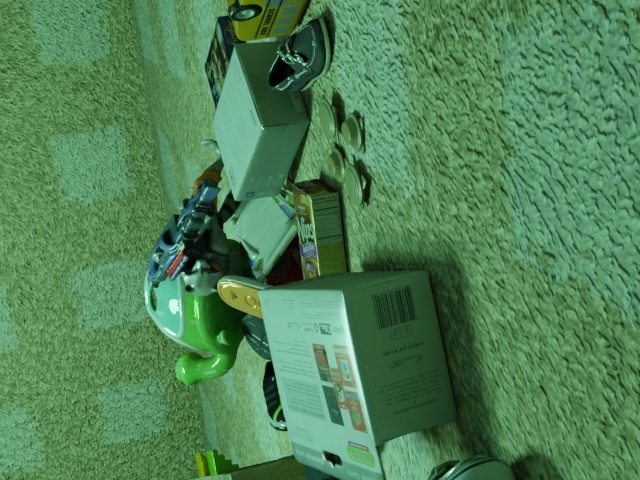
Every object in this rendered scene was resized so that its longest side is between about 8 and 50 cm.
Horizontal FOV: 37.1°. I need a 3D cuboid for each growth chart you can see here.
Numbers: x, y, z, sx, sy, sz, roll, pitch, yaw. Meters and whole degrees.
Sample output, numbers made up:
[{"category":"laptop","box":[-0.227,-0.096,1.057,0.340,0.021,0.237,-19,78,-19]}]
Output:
[{"category":"growth chart","box":[-0.100,-0.045,1.791,0.172,0.021,0.237,-52,35,15]}]

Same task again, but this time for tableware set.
[{"category":"tableware set","box":[0.034,-0.134,1.424,0.168,0.020,0.141,-131,31,-57]}]

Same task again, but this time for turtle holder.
[{"category":"turtle holder","box":[-0.262,0.145,2.157,0.243,0.228,0.320,-63,-31,-46]}]

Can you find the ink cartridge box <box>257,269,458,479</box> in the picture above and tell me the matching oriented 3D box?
[{"category":"ink cartridge box","box":[0.047,0.186,1.338,0.309,0.130,0.271,-5,97,66]}]

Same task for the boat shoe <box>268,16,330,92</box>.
[{"category":"boat shoe","box":[-0.035,-0.279,1.473,0.206,0.065,0.075,138,119,-72]}]

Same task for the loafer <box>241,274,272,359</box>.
[{"category":"loafer","box":[-0.100,0.152,2.012,0.109,0.095,0.302,37,152,20]}]

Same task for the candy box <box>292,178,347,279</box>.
[{"category":"candy box","box":[0.000,0.000,1.581,0.109,0.053,0.186,-141,43,-67]}]

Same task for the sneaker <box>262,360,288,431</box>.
[{"category":"sneaker","box":[-0.085,0.326,2.046,0.235,0.084,0.097,-139,41,-65]}]

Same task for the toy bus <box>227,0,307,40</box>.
[{"category":"toy bus","box":[-0.072,-0.410,1.386,0.332,0.130,0.108,132,125,-71]}]

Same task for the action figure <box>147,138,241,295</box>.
[{"category":"action figure","box":[-0.220,-0.039,1.945,0.341,0.179,0.330,-44,35,49]}]

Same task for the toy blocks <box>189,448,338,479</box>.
[{"category":"toy blocks","box":[-0.086,0.486,1.895,0.381,0.261,0.190,144,116,-65]}]

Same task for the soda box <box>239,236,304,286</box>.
[{"category":"soda box","box":[-0.086,0.036,1.841,0.263,0.084,0.092,-124,26,-52]}]

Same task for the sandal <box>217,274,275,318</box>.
[{"category":"sandal","box":[-0.085,0.134,1.690,0.265,0.076,0.101,11,132,29]}]

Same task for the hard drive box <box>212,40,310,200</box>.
[{"category":"hard drive box","box":[-0.112,-0.209,1.698,0.232,0.089,0.181,118,138,-56]}]

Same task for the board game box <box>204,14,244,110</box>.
[{"category":"board game box","box":[-0.193,-0.345,2.008,0.243,0.042,0.165,132,125,-70]}]

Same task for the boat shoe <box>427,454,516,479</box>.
[{"category":"boat shoe","box":[0.161,0.320,1.166,0.302,0.109,0.094,98,157,-56]}]
